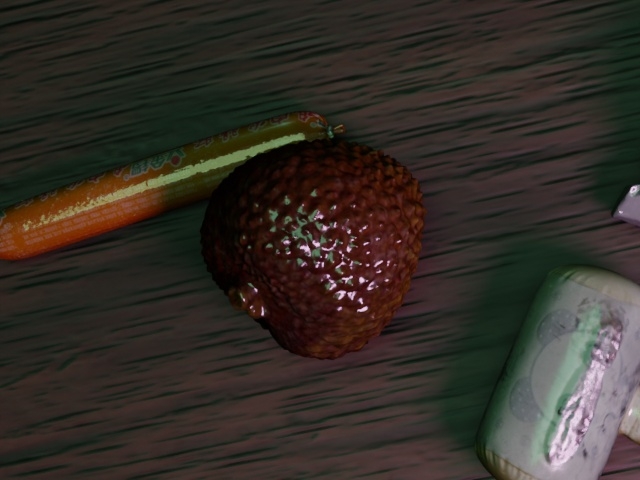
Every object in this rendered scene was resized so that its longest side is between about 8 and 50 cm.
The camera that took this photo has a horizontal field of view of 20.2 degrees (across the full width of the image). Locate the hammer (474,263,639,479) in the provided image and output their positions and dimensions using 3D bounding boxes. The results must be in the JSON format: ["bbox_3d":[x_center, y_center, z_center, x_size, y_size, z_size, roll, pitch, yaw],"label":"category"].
[{"bbox_3d":[0.296,0.158,1.491,0.305,0.113,0.202,24,91,5],"label":"hammer"}]

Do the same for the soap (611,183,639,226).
[{"bbox_3d":[0.370,-0.101,1.412,0.159,0.302,0.258,31,89,2],"label":"soap"}]

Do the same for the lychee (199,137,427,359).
[{"bbox_3d":[-0.006,0.000,1.509,0.194,0.194,0.194,-1,84,8],"label":"lychee"}]

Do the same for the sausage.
[{"bbox_3d":[-0.144,-0.049,1.596,0.348,0.053,0.053,-18,82,6],"label":"sausage"}]
